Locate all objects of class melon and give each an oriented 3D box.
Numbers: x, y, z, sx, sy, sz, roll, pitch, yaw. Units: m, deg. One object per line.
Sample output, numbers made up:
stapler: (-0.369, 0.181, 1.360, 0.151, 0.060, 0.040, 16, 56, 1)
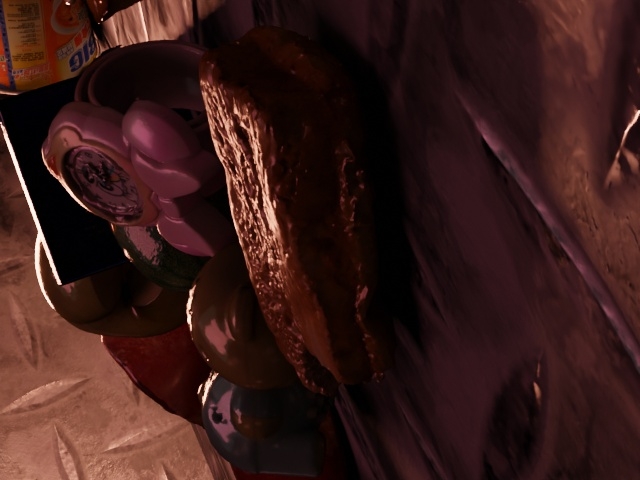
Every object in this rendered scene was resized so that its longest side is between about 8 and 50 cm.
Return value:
melon: (-0.201, -0.064, 1.643, 0.182, 0.182, 0.288, 92, 157, -59)

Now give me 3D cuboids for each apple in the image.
apple: (-0.318, 0.019, 2.013, 0.292, 0.291, 0.254, 92, 173, -59)

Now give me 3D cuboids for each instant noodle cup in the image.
instant noodle cup: (-0.591, -0.456, 2.459, 0.214, 0.296, 0.296, 93, 155, -42)

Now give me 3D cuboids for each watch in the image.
watch: (-0.173, -0.129, 1.415, 0.248, 0.217, 0.211, 18, 141, 23)

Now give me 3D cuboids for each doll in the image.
doll: (-0.061, 0.117, 1.358, 0.177, 0.161, 0.261, -75, -13, -50)

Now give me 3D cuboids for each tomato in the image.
tomato: (-0.265, 0.200, 2.339, 0.309, 0.170, 0.309, 37, -176, -3)
tomato: (-0.058, 0.259, 1.634, 0.200, 0.139, 0.233, 91, 156, -43)

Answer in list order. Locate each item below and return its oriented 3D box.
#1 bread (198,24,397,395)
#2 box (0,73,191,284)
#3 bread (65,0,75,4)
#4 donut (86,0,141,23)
bread: (0.000, 0.000, 1.090, 0.185, 0.109, 0.380, 44, 154, 46)
box: (-0.307, -0.106, 1.821, 0.116, 0.261, 0.279, 168, 82, -75)
bread: (-0.288, -0.486, 1.347, 0.242, 0.405, 0.346, 31, -159, -43)
donut: (-0.262, -0.420, 1.516, 0.303, 0.110, 0.303, 162, 90, -77)
